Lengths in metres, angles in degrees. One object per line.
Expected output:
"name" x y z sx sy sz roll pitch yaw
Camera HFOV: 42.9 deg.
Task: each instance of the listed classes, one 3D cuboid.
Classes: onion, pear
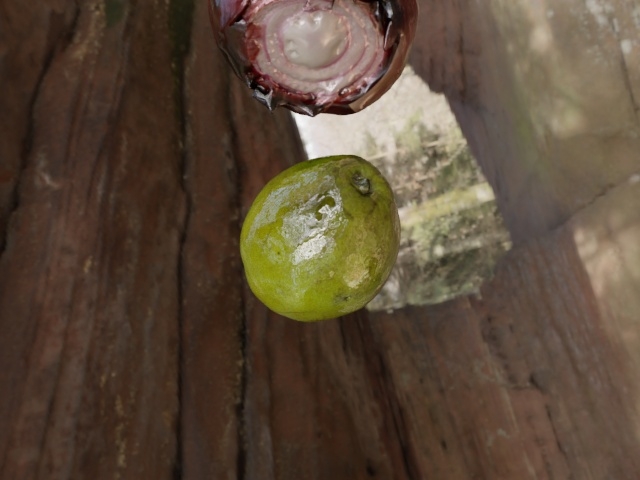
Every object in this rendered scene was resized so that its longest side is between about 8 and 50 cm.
"onion" -0.010 -0.385 1.315 0.341 0.341 0.341 -15 -90 -89
"pear" 0.000 0.000 1.066 0.269 0.212 0.212 -46 51 47
